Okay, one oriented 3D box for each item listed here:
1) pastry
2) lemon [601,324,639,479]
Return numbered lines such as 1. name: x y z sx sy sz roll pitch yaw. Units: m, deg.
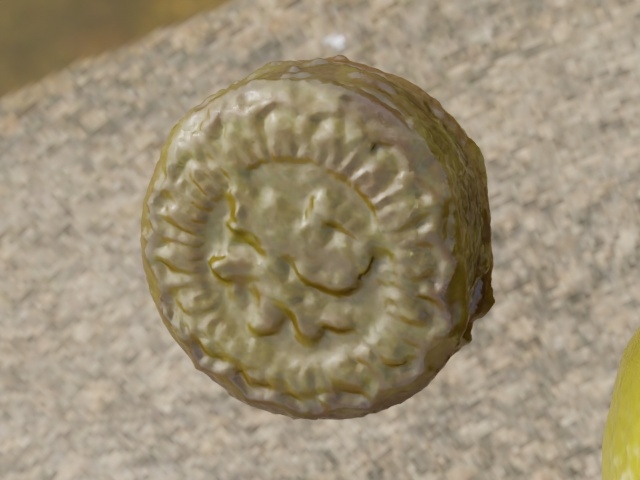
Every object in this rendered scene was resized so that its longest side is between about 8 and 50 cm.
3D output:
1. pastry: 0.000 0.000 0.899 0.189 0.188 0.103 -4 17 20
2. lemon: 0.309 0.123 0.900 0.348 0.348 0.348 -10 58 16
